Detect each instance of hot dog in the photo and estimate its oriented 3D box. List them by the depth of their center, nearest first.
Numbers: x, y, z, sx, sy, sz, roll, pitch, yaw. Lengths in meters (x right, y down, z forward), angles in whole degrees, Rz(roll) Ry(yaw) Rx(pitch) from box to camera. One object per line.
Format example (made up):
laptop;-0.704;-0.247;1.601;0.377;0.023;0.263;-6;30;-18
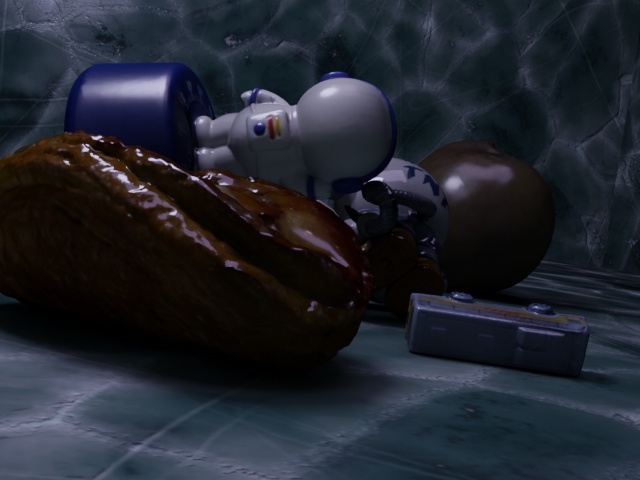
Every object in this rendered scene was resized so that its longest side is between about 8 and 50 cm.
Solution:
hot dog;-0.135;0.003;0.762;0.388;0.174;0.267;9;1;33

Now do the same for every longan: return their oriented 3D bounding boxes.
longan;0.295;-0.047;1.618;0.319;0.318;0.319;8;3;0

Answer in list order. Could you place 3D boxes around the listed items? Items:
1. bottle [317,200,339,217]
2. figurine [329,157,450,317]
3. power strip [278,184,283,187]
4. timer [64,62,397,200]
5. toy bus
bottle;0.000;0.000;1.500;0.237;0.147;0.147;17;6;21
figurine;0.103;-0.005;1.248;0.186;0.261;0.382;-25;17;13
power strip;-0.095;-0.044;1.323;0.270;0.046;0.118;-42;-9;34
timer;-0.094;-0.114;1.070;0.384;0.270;0.270;-7;1;8
toy bus;0.186;0.097;0.891;0.191;0.064;0.075;8;9;5
